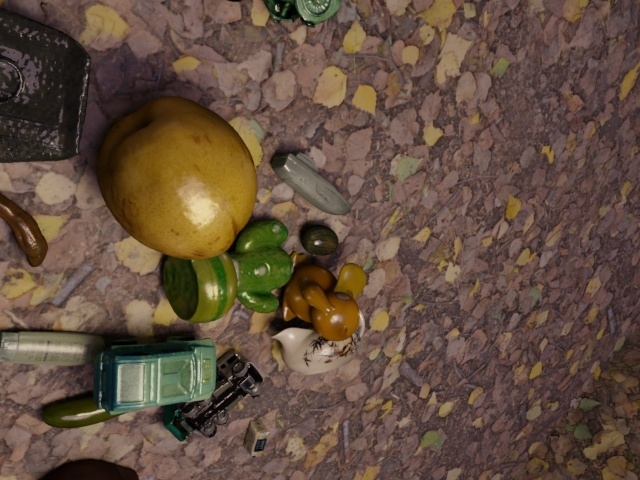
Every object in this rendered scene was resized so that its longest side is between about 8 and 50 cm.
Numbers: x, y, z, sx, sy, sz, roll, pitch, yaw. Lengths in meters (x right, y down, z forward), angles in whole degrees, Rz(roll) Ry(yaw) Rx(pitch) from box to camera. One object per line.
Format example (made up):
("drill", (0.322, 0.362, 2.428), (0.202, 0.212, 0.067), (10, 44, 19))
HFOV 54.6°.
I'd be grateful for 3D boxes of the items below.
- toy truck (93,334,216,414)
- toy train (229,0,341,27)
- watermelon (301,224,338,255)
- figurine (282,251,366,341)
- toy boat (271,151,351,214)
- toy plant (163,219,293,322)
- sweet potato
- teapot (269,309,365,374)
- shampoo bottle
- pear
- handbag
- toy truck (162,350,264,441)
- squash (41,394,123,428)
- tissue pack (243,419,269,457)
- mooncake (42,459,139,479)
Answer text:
("toy truck", (-0.357, 0.294, 1.370), (0.279, 0.156, 0.155), (4, 87, -44))
("toy train", (-0.068, -0.556, 1.207), (0.299, 0.167, 0.238), (13, 98, -39))
("watermelon", (0.000, 0.000, 1.572), (0.111, 0.078, 0.078), (15, 102, -42))
("figurine", (0.006, 0.146, 1.543), (0.215, 0.228, 0.215), (-4, 95, -50))
("toy boat", (-0.009, -0.136, 1.503), (0.260, 0.078, 0.085), (36, 66, -38))
("toy plant", (-0.185, 0.077, 1.428), (0.316, 0.184, 0.224), (-13, 101, -42))
("sweet potato", (-0.568, -0.027, 1.177), (0.053, 0.054, 0.182), (-39, 126, -26))
("teapot", (0.009, 0.262, 1.642), (0.300, 0.208, 0.166), (-25, 83, -44))
("shampoo bottle", (-0.563, 0.225, 1.301), (0.212, 0.049, 0.072), (14, 98, -39))
("pear", (-0.267, -0.112, 1.189), (0.314, 0.314, 0.314), (-15, 119, -29))
("handbag", (-0.507, -0.256, 1.097), (0.175, 0.089, 0.270), (6, 108, -29))
("toy truck", (-0.270, 0.385, 1.536), (0.253, 0.124, 0.114), (-40, 129, -15))
("squash", (-0.494, 0.375, 1.410), (0.258, 0.069, 0.069), (-10, 117, -30))
("tissue pack", (-0.177, 0.548, 1.716), (0.042, 0.062, 0.083), (7, 107, -33))
("mooncake", (-0.549, 0.695, 1.459), (0.334, 0.174, 0.326), (38, 85, -39))
